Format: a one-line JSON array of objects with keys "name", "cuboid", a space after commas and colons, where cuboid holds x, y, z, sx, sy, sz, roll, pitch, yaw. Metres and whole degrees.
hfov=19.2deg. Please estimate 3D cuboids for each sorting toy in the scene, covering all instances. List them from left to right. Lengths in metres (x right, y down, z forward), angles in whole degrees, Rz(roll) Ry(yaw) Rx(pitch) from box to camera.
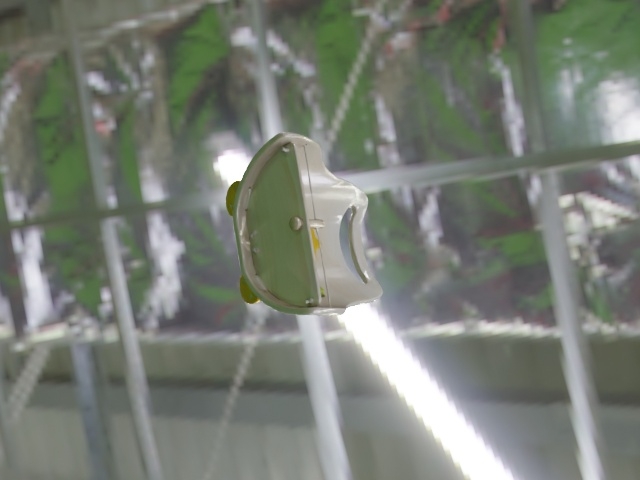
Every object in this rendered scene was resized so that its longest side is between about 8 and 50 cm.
[{"name": "sorting toy", "cuboid": [0.000, 0.000, 0.862, 0.045, 0.075, 0.083, -21, -108, 40]}]
